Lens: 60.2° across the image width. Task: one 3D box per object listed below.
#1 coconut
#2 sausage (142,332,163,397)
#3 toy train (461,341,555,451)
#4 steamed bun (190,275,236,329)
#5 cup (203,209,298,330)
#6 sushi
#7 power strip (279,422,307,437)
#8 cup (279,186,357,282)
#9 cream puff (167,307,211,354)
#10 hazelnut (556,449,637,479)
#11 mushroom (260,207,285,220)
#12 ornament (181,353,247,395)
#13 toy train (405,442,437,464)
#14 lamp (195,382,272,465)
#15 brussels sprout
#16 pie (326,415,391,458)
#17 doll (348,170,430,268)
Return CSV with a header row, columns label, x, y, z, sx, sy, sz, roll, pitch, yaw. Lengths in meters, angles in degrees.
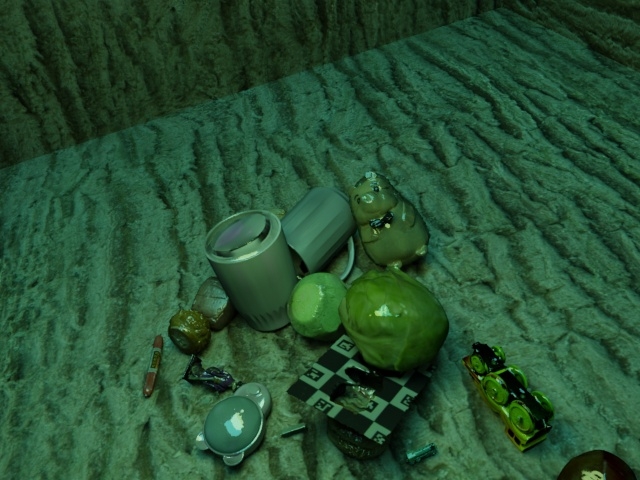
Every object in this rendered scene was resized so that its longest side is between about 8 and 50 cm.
label,x,y,z,sx,sy,sz,roll,pitch,yaw
coconut,0.006,0.217,1.776,0.204,0.236,0.236,-31,39,19
sausage,-0.549,0.407,1.817,0.034,0.034,0.253,-9,42,3
toy train,0.497,0.410,1.487,0.100,0.161,0.296,-17,44,-19
steamed bun,-0.360,0.223,1.928,0.144,0.106,0.175,16,63,21
cup,-0.209,0.101,1.808,0.253,0.372,0.253,-10,39,8
sushi,0.119,0.426,1.553,0.296,0.100,0.373,21,30,24
power strip,-0.077,0.540,1.571,0.083,0.027,0.017,-18,43,-4
cup,0.000,0.000,2.011,0.322,0.237,0.327,40,58,7
cream puff,-0.427,0.295,1.822,0.165,0.150,0.115,-34,12,46
hazelnut,0.634,0.589,1.282,0.202,0.160,0.170,-54,32,9
mushroom,-0.277,-0.021,2.181,0.122,0.095,0.351,38,60,18
ornament,-0.324,0.436,1.707,0.203,0.088,0.081,22,71,17
toy train,0.266,0.560,1.459,0.092,0.045,0.029,-22,45,-7
lamp,-0.236,0.509,1.582,0.179,0.108,0.246,19,50,24
brussels sprout,0.209,0.229,1.593,0.327,0.247,0.328,22,18,-7
pie,0.104,0.511,1.529,0.193,0.079,0.163,20,38,31
doll,0.228,-0.072,1.934,0.247,0.247,0.350,-26,85,-15
